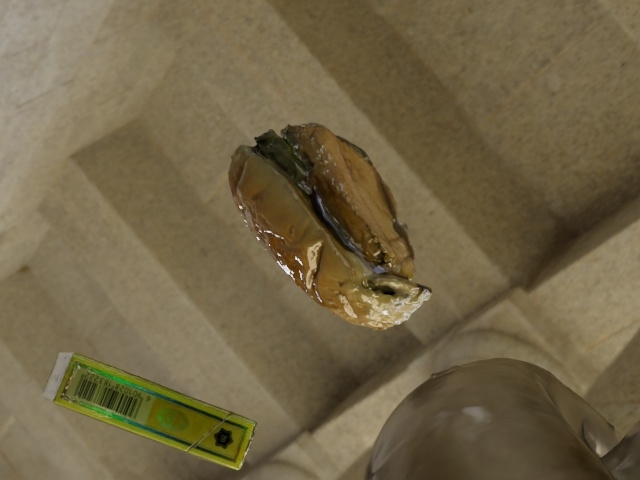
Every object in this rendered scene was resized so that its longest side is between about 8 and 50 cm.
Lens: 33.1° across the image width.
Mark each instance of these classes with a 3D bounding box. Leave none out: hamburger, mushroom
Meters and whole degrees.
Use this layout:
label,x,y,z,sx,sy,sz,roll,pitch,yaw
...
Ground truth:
label,x,y,z,sx,sy,sz,roll,pitch,yaw
hamburger,0.000,0.000,1.041,0.135,0.155,0.207,-41,-124,24
mushroom,0.201,0.214,0.698,0.295,0.362,0.362,-41,-93,7

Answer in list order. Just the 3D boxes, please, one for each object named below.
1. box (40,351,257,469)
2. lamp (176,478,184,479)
label,x,y,z,sx,sy,sz,roll,pitch,yaw
box,-0.195,0.191,1.213,0.220,0.064,0.141,26,-14,-15
lamp,-0.167,0.297,0.920,0.056,0.198,0.050,31,-18,45
